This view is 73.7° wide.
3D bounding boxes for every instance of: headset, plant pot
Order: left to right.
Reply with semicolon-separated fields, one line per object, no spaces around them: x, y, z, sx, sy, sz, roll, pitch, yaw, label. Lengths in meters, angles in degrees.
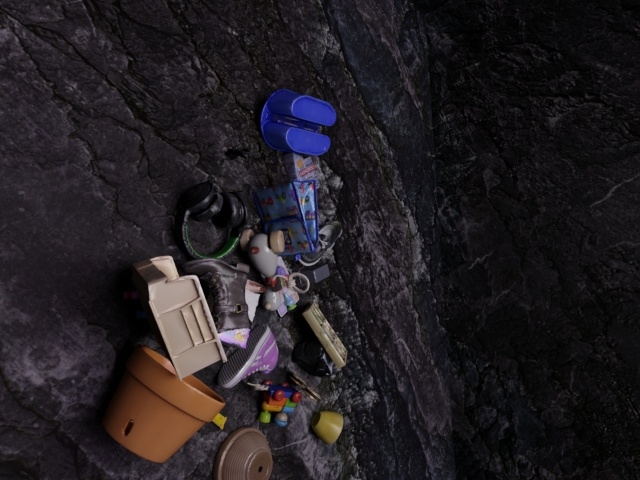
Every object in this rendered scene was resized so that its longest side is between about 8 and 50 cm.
-0.434;0.447;1.151;0.203;0.290;0.291;-56;130;-19;plant pot
-0.328;-0.116;1.413;0.243;0.185;0.394;18;83;-51;headset
-0.244;0.777;1.472;0.237;0.109;0.238;7;81;-51;plant pot
0.019;0.780;1.812;0.095;0.134;0.134;35;55;-15;plant pot

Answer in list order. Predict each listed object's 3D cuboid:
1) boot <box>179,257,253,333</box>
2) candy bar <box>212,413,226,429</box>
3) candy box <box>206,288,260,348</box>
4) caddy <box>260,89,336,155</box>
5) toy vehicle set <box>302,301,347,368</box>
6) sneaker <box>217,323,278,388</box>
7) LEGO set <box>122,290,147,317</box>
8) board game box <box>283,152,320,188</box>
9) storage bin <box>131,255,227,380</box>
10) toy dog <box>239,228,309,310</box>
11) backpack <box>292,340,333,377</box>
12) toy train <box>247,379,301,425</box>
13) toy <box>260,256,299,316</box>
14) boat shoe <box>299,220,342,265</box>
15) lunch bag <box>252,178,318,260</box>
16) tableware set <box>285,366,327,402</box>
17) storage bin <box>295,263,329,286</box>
-0.323;0.179;1.357;0.262;0.091;0.229;12;72;-38;boot
-0.365;0.572;1.414;0.161;0.018;0.040;53;44;-33;candy bar
-0.312;0.251;1.460;0.164;0.070;0.196;31;61;-34;candy box
-0.097;-0.483;1.771;0.341;0.179;0.241;-2;110;-50;caddy
0.022;0.389;1.783;0.267;0.035;0.166;57;7;0;toy vehicle set
-0.238;0.451;1.530;0.282;0.102;0.161;-47;125;-44;sneaker
-0.458;0.191;1.279;0.227;0.093;0.087;4;83;-52;LEGO set
-0.080;-0.298;1.859;0.194;0.060;0.194;-39;117;-47;board game box
-0.381;0.184;1.117;0.123;0.262;0.261;-23;110;-27;storage bin
-0.202;0.112;1.554;0.334;0.220;0.161;63;19;-12;toy dog
-0.011;0.497;1.788;0.182;0.151;0.115;57;41;-39;backpack
-0.197;0.604;1.581;0.248;0.105;0.143;23;85;-39;toy train
-0.150;0.170;1.712;0.137;0.056;0.237;-40;117;-48;toy
0.000;0.000;1.875;0.114;0.091;0.302;42;41;-4;boat shoe
-0.115;-0.068;1.641;0.138;0.220;0.293;-12;92;-52;lunch bag
-0.068;0.577;1.675;0.039;0.194;0.128;-50;121;-13;tableware set
-0.028;0.136;1.847;0.135;0.091;0.098;-22;103;-52;storage bin
